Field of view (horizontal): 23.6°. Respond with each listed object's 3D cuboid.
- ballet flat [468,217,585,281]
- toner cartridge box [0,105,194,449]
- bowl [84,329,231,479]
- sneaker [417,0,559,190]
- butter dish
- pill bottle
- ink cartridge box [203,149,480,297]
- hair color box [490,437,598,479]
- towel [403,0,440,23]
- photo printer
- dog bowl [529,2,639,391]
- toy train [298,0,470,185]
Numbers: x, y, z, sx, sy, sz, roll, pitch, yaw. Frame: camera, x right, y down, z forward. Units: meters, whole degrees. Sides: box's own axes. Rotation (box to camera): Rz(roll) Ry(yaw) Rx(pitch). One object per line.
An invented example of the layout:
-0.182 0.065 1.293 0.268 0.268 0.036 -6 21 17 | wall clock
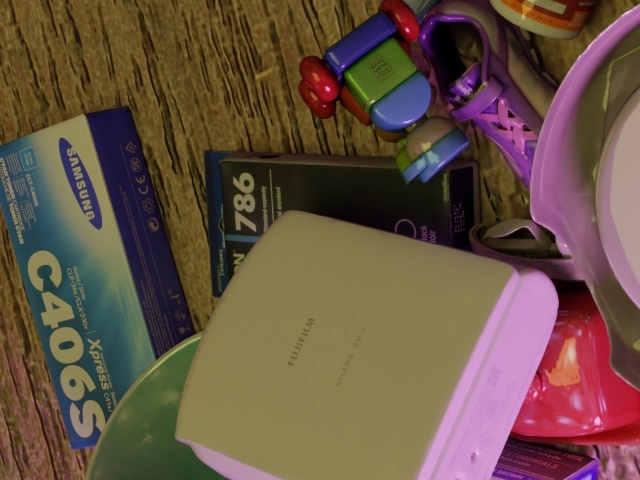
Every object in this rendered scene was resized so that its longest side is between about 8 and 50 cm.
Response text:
0.203 0.005 1.343 0.168 0.057 0.052 -3 130 36 | ballet flat
-0.240 0.044 1.666 0.165 0.075 0.347 -16 91 36 | toner cartridge box
-0.065 0.251 1.487 0.312 0.163 0.311 -19 53 26 | bowl
0.159 -0.119 1.323 0.095 0.104 0.236 -38 79 34 | sneaker
0.200 0.113 1.337 0.160 0.118 0.160 -5 97 36 | butter dish
0.206 -0.250 1.269 0.086 0.086 0.152 36 119 24 | pill bottle
0.000 0.000 1.491 0.333 0.065 0.165 4 103 36 | ink cartridge box
0.148 0.355 1.439 0.185 0.110 0.338 10 105 35 | hair color box
0.047 -0.358 1.393 0.285 0.034 0.209 44 120 18 | towel
0.023 0.109 1.321 0.308 0.107 0.256 16 74 40 | photo printer
0.343 -0.034 1.185 0.349 0.102 0.348 5 103 25 | dog bowl
0.060 -0.110 1.357 0.105 0.248 0.143 -36 86 -4 | toy train
